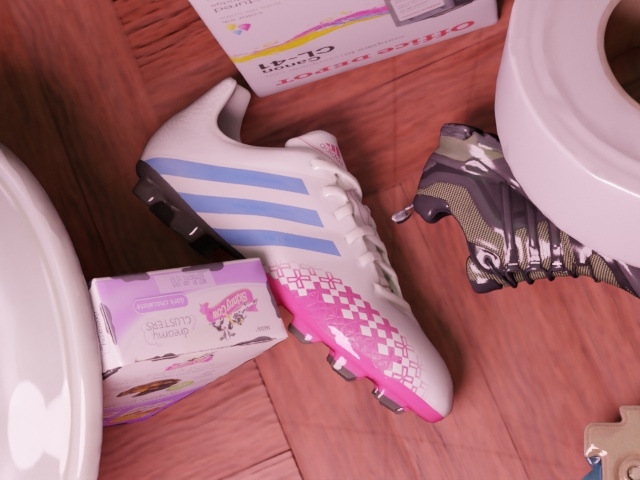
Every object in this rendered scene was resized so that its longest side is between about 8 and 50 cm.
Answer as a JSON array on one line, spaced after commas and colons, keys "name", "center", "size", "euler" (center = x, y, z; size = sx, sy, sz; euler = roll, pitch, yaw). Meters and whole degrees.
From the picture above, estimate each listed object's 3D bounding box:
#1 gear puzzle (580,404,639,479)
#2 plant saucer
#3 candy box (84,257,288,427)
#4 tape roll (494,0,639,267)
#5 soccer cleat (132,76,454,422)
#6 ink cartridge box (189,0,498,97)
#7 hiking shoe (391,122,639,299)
[{"name": "gear puzzle", "center": [0.367, 0.215, 1.437], "size": [0.339, 0.044, 0.175], "euler": [0, 77, 6]}, {"name": "plant saucer", "center": [-0.320, 0.108, 1.415], "size": [0.400, 0.101, 0.400], "euler": [4, 96, 45]}, {"name": "candy box", "center": [-0.151, 0.086, 1.431], "size": [0.196, 0.165, 0.070], "euler": [-31, 72, 42]}, {"name": "tape roll", "center": [0.279, -0.120, 1.438], "size": [0.286, 0.100, 0.286], "euler": [1, 60, -1]}, {"name": "soccer cleat", "center": [0.000, 0.000, 1.493], "size": [0.331, 0.116, 0.143], "euler": [41, 87, 14]}, {"name": "ink cartridge box", "center": [0.012, -0.230, 1.439], "size": [0.226, 0.306, 0.131], "euler": [-17, 77, 5]}, {"name": "hiking shoe", "center": [0.172, 0.003, 1.495], "size": [0.227, 0.086, 0.114], "euler": [34, 101, 17]}]
